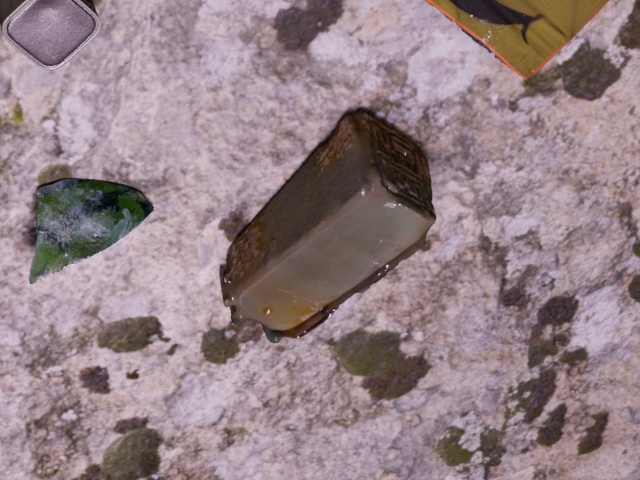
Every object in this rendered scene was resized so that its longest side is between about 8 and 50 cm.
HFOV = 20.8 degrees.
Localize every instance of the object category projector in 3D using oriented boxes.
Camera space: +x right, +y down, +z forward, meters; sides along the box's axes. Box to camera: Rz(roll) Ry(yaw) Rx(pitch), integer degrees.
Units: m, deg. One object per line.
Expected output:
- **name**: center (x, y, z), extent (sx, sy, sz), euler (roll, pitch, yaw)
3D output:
- **projector**: center (-0.280, -0.237, 1.783), extent (0.083, 0.082, 0.083), euler (-40, 129, 12)

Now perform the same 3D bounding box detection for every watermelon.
- **watermelon**: center (-0.267, -0.024, 1.979), extent (0.155, 0.080, 0.101), euler (-17, 95, -3)

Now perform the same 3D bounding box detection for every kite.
- **kite**: center (0.262, -0.344, 1.934), extent (0.327, 0.013, 0.377), euler (-8, 126, -14)

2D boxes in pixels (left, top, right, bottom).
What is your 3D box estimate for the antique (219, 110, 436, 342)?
- **antique**: center (0.000, 0.000, 2.042), extent (0.125, 0.150, 0.284), euler (30, 120, -30)
